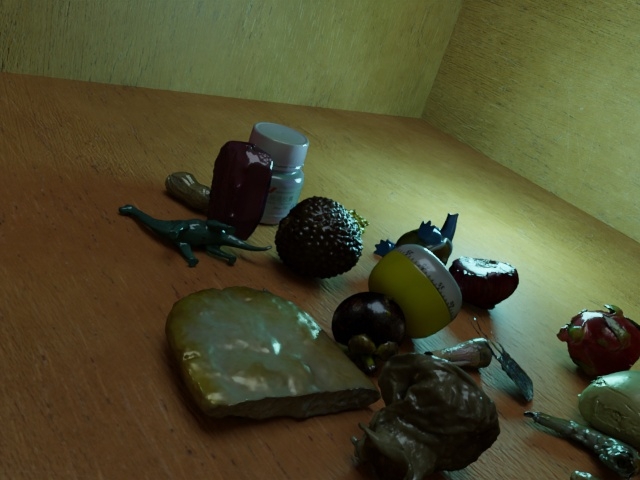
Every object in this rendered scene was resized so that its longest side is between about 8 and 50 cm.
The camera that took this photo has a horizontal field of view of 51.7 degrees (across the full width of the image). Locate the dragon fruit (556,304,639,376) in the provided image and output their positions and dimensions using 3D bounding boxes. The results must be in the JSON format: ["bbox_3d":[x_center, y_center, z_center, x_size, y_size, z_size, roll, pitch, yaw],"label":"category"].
[{"bbox_3d":[0.845,0.303,1.976,0.224,0.224,0.227,-13,54,-49],"label":"dragon fruit"}]

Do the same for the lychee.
[{"bbox_3d":[0.000,0.000,2.008,0.268,0.267,0.267,15,24,-7],"label":"lychee"}]

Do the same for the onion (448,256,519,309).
[{"bbox_3d":[0.531,0.133,2.184,0.248,0.161,0.248,19,14,-5],"label":"onion"}]

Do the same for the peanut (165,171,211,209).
[{"bbox_3d":[-0.434,-0.168,2.225,0.214,0.098,0.090,32,18,23],"label":"peanut"}]

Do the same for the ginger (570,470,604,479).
[{"bbox_3d":[0.634,0.567,1.428,0.334,0.081,0.148,18,9,-26],"label":"ginger"}]

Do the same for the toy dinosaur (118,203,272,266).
[{"bbox_3d":[-0.386,-0.041,2.011,0.384,0.129,0.331,3,19,-32],"label":"toy dinosaur"}]

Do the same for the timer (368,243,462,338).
[{"bbox_3d":[0.224,0.170,1.836,0.285,0.285,0.285,15,24,-7],"label":"timer"}]

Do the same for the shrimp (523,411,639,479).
[{"bbox_3d":[0.657,0.481,1.596,0.185,0.068,0.287,22,4,-39],"label":"shrimp"}]

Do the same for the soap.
[{"bbox_3d":[-0.255,-0.160,2.058,0.128,0.324,0.220,-3,29,-31],"label":"soap"}]

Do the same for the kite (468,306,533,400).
[{"bbox_3d":[0.490,0.306,1.806,0.285,0.015,0.152,55,22,6],"label":"kite"}]

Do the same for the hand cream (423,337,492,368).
[{"bbox_3d":[0.365,0.312,1.791,0.203,0.083,0.084,-1,30,-26],"label":"hand cream"}]

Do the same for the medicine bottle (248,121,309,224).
[{"bbox_3d":[-0.174,-0.234,2.292,0.241,0.301,0.241,15,25,-7],"label":"medicine bottle"}]

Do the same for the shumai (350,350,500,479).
[{"bbox_3d":[0.208,0.415,1.328,0.267,0.314,0.262,-2,45,43],"label":"shumai"}]

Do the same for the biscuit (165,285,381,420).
[{"bbox_3d":[-0.148,0.256,1.519,0.430,0.103,0.446,-3,34,-40],"label":"biscuit"}]

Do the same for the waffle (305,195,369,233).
[{"bbox_3d":[0.053,-0.088,2.443,0.254,0.056,0.249,12,25,-10],"label":"waffle"}]

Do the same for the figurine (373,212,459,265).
[{"bbox_3d":[0.343,0.031,2.203,0.243,0.298,0.416,51,25,-10],"label":"figurine"}]

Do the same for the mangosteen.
[{"bbox_3d":[0.119,0.239,1.660,0.192,0.192,0.217,16,45,-5],"label":"mangosteen"}]

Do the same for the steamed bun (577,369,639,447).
[{"bbox_3d":[0.815,0.424,1.689,0.232,0.166,0.273,9,7,-31],"label":"steamed bun"}]
